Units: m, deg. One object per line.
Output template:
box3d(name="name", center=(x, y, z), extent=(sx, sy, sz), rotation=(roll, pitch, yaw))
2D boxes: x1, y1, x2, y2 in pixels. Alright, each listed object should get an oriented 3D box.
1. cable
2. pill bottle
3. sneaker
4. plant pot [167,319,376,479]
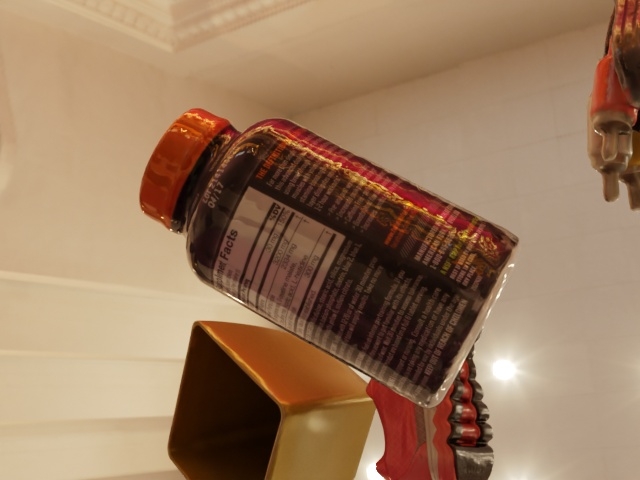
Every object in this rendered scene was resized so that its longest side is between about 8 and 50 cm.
box3d(name="cable", center=(0.227, -0.173, 0.732), extent=(0.072, 0.139, 0.287), rotation=(-12, -116, 22))
box3d(name="pill bottle", center=(0.000, 0.000, 0.639), extent=(0.246, 0.130, 0.130), rotation=(29, -80, 11))
box3d(name="sneaker", center=(0.105, 0.131, 1.063), extent=(0.136, 0.116, 0.314), rotation=(-13, -112, 34))
box3d(name="plant pot", center=(-0.051, 0.232, 1.212), extent=(0.212, 0.187, 0.212), rotation=(37, -59, 44))
